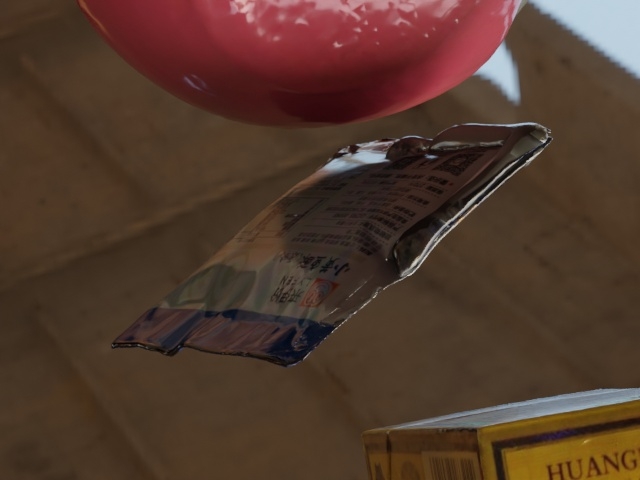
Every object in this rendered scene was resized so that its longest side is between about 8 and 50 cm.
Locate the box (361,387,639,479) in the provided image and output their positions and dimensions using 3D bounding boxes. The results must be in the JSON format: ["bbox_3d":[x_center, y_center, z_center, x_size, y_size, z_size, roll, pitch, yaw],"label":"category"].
[{"bbox_3d":[0.157,0.148,1.265,0.192,0.084,0.301,-8,176,-13],"label":"box"}]

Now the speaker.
[{"bbox_3d":[-0.001,-0.205,0.937,0.294,0.294,0.294,-6,-143,5],"label":"speaker"}]

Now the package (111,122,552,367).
[{"bbox_3d":[0.000,0.000,0.875,0.173,0.027,0.171,-42,-157,-25],"label":"package"}]
